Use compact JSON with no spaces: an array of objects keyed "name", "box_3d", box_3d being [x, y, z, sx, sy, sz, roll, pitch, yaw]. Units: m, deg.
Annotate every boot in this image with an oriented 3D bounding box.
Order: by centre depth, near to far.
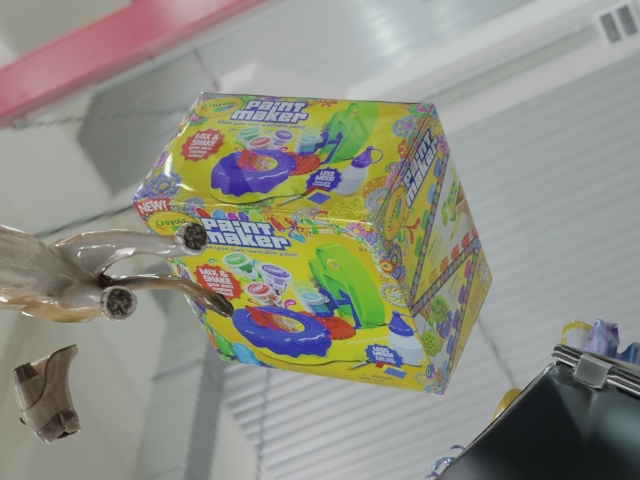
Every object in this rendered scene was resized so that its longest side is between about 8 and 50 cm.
[{"name":"boot","box_3d":[-0.272,0.160,1.435,0.087,0.042,0.118,61,-150,2]}]

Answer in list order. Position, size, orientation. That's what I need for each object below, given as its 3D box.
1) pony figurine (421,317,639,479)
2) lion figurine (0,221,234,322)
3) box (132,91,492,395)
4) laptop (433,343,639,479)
[{"name":"pony figurine","box_3d":[0.212,0.244,1.245,0.302,0.351,0.363,35,-119,-5]},{"name":"lion figurine","box_3d":[-0.295,0.018,1.272,0.392,0.240,0.142,26,-115,-32]},{"name":"box","box_3d":[0.000,0.000,1.519,0.177,0.289,0.279,-62,-36,-34]},{"name":"laptop","box_3d":[0.273,0.234,0.863,0.407,0.236,0.382,16,-176,-34]}]
